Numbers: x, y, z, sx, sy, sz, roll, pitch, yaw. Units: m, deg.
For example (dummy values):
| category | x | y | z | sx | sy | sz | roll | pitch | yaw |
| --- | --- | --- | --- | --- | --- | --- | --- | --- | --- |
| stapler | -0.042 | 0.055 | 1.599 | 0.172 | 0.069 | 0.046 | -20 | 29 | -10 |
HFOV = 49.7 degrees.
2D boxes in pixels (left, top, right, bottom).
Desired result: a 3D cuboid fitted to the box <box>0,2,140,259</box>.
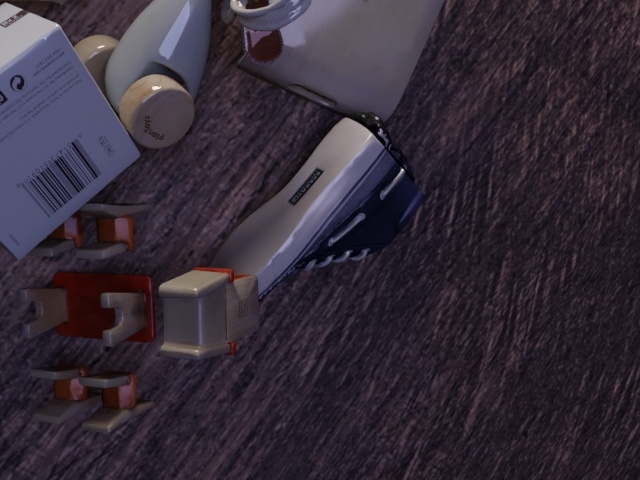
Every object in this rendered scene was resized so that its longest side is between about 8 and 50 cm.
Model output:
| category | x | y | z | sx | sy | sz | roll | pitch | yaw |
| --- | --- | --- | --- | --- | --- | --- | --- | --- | --- |
| box | -0.322 | -0.114 | 0.723 | 0.181 | 0.119 | 0.181 | -47 | 142 | -20 |

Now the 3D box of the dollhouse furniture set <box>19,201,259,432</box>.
| category | x | y | z | sx | sy | sz | roll | pitch | yaw |
| --- | --- | --- | --- | --- | --- | --- | --- | --- | --- |
| dollhouse furniture set | -0.220 | 0.082 | 0.833 | 0.259 | 0.135 | 0.261 | 2 | 96 | 22 |

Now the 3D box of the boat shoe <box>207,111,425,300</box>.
| category | x | y | z | sx | sy | sz | roll | pitch | yaw |
| --- | --- | --- | --- | --- | --- | --- | --- | --- | --- |
| boat shoe | 0.000 | 0.000 | 0.939 | 0.340 | 0.127 | 0.158 | -46 | 125 | 1 |

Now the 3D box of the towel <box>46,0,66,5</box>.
| category | x | y | z | sx | sy | sz | roll | pitch | yaw |
| --- | --- | --- | --- | --- | --- | --- | --- | --- | --- |
| towel | -0.341 | -0.401 | 0.740 | 0.187 | 0.049 | 0.282 | -21 | 120 | -49 |

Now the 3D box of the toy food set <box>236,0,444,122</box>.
| category | x | y | z | sx | sy | sz | roll | pitch | yaw |
| --- | --- | --- | --- | --- | --- | --- | --- | --- | --- |
| toy food set | 0.043 | -0.333 | 0.941 | 0.220 | 0.092 | 0.306 | 21 | 97 | -22 |

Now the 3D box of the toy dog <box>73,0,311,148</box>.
| category | x | y | z | sx | sy | sz | roll | pitch | yaw |
| --- | --- | --- | --- | --- | --- | --- | --- | --- | --- |
| toy dog | -0.138 | -0.242 | 0.832 | 0.334 | 0.161 | 0.220 | -32 | 66 | 15 |
